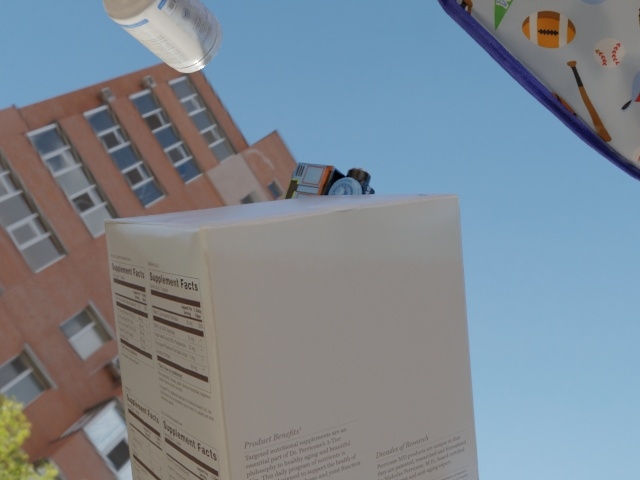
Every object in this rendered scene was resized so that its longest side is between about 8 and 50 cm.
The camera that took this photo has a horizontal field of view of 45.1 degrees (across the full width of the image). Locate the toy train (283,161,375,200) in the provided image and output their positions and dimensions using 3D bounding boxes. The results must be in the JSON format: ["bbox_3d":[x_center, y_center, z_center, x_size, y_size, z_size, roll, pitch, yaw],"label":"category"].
[{"bbox_3d":[0.000,0.000,0.874,0.105,0.080,0.184,10,-104,34],"label":"toy train"}]

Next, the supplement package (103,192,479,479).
[{"bbox_3d":[-0.025,0.104,0.575,0.198,0.199,0.263,4,-79,58],"label":"supplement package"}]

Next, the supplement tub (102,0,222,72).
[{"bbox_3d":[-0.151,-0.217,0.744,0.071,0.107,0.071,-8,-111,23],"label":"supplement tub"}]

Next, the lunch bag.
[{"bbox_3d":[0.366,-0.254,0.830,0.385,0.328,0.239,47,-42,-1],"label":"lunch bag"}]
